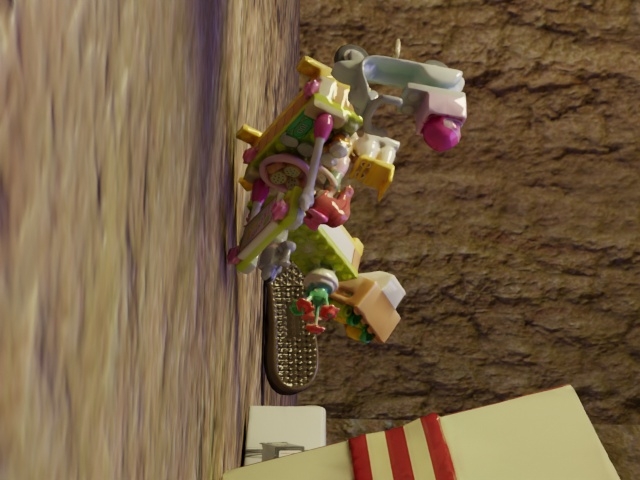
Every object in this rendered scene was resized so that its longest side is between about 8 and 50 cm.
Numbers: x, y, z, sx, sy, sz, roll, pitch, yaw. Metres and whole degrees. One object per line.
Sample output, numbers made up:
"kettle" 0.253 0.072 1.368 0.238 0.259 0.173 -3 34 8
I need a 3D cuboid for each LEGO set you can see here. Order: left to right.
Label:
"LEGO set" 0.000 0.000 0.961 0.287 0.132 0.107 102 0 -54

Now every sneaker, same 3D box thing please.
"sneaker" -0.032 0.057 1.498 0.071 0.066 0.188 146 -48 -70

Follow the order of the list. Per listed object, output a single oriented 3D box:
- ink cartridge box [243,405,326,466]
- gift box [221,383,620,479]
"ink cartridge box" -0.027 0.208 1.151 0.150 0.063 0.109 -89 180 -61
"gift box" 0.092 0.262 0.826 0.258 0.255 0.276 -100 170 -71
